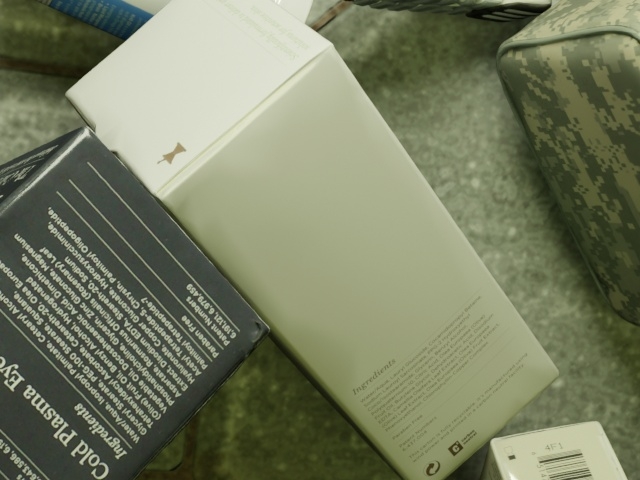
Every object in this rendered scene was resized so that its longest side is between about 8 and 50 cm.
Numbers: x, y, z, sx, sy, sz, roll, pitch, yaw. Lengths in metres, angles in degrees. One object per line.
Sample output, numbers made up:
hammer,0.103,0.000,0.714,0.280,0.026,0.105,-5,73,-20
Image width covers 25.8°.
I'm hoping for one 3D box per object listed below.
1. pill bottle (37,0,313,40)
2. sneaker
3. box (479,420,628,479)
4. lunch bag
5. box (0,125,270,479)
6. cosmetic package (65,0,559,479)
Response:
pill bottle,-0.121,-0.206,1.058,0.221,0.124,0.124,24,93,-15
sneaker,0.090,-0.251,1.107,0.228,0.086,0.132,1,88,-40
box,0.175,0.270,1.131,0.094,0.113,0.275,-9,142,-12
lunch bag,0.328,-0.099,1.131,0.256,0.212,0.305,-37,108,-22
box,-0.256,0.110,0.922,0.179,0.343,0.312,49,66,-16
cosmetic package,0.000,0.000,1.020,0.155,0.197,0.365,-40,129,-4
